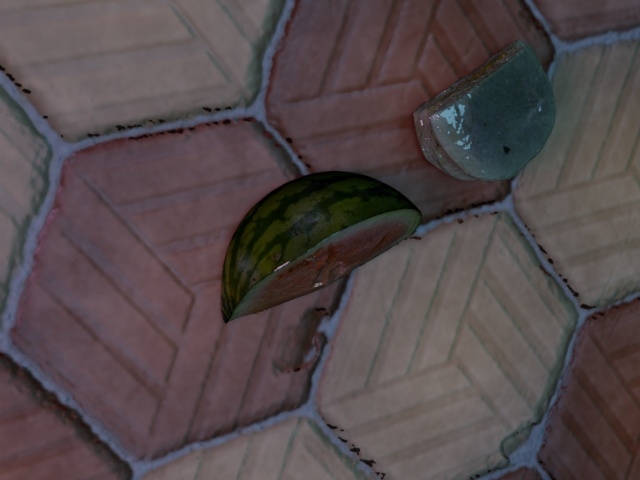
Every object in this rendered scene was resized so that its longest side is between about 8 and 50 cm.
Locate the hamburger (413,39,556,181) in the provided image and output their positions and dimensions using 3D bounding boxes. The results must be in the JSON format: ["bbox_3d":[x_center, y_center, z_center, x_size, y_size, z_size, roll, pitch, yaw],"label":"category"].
[{"bbox_3d":[0.134,-0.089,0.535,0.121,0.054,0.084,-40,107,-18],"label":"hamburger"}]

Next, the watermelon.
[{"bbox_3d":[-0.006,-0.013,0.501,0.163,0.087,0.069,-24,68,-18],"label":"watermelon"}]
